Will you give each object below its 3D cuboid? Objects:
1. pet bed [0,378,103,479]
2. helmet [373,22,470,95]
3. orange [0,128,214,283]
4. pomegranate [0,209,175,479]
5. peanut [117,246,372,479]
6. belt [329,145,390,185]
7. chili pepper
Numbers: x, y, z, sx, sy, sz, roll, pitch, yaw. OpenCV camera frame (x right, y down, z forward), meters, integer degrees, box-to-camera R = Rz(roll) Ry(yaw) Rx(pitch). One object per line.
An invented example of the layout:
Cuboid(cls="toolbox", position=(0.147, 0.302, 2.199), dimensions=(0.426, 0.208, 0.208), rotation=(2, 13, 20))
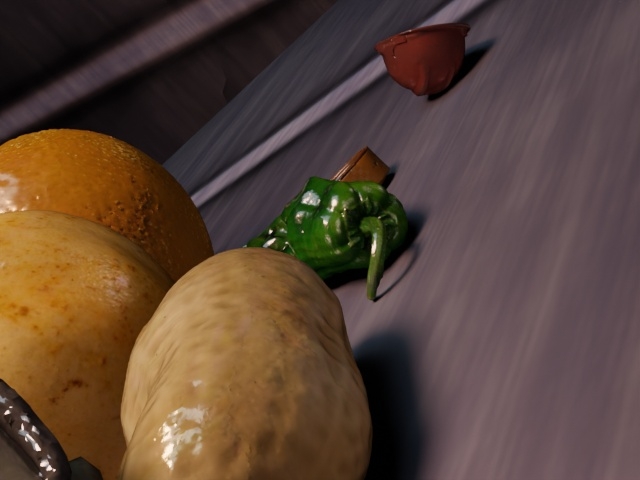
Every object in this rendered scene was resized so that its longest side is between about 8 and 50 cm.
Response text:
Cuboid(cls="pet bed", position=(-0.166, 0.166, 0.435), dimensions=(0.159, 0.210, 0.183), rotation=(-12, 49, -11))
Cuboid(cls="helmet", position=(0.101, -0.167, 0.938), dimensions=(0.089, 0.057, 0.111), rotation=(-13, 3, -11))
Cuboid(cls="orange", position=(-0.233, 0.029, 0.943), dimensions=(0.274, 0.274, 0.274), rotation=(-43, 14, 14))
Cuboid(cls="pomegranate", position=(-0.209, 0.103, 0.694), dimensions=(0.264, 0.264, 0.264), rotation=(-43, 14, 14))
Cuboid(cls="peanut", position=(-0.040, 0.093, 0.502), dimensions=(0.137, 0.122, 0.253), rotation=(-43, 19, 11))
Cuboid(cls="belt", position=(0.023, -0.041, 0.860), dimensions=(0.083, 0.036, 0.059), rotation=(-48, 7, -6))
Cuboid(cls="chili pepper", position=(-0.006, 0.000, 0.770), dimensions=(0.100, 0.074, 0.257), rotation=(-56, 11, -21))
